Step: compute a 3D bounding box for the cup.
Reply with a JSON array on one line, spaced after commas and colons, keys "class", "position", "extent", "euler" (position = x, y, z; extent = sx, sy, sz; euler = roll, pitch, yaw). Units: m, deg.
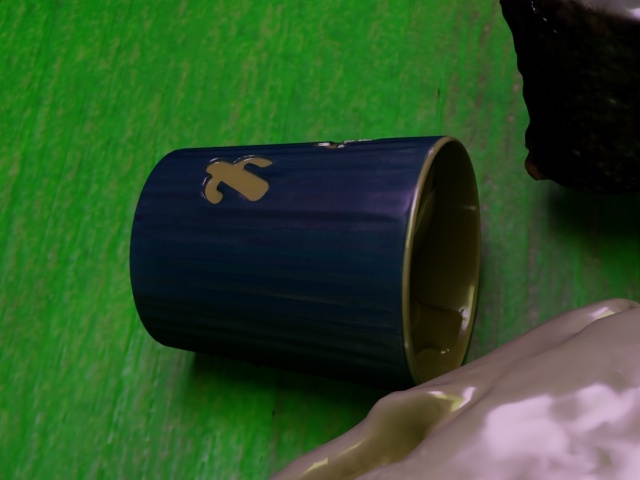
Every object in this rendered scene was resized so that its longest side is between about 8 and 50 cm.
[{"class": "cup", "position": [0.000, 0.000, 0.709], "extent": [0.155, 0.131, 0.176], "euler": [4, 26, 20]}]

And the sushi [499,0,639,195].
[{"class": "sushi", "position": [0.259, -0.151, 0.693], "extent": [0.348, 0.207, 0.234], "euler": [-34, 44, -14]}]

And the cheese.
[{"class": "cheese", "position": [0.091, 0.172, 0.417], "extent": [0.153, 0.332, 0.292], "euler": [-27, 65, -8]}]
